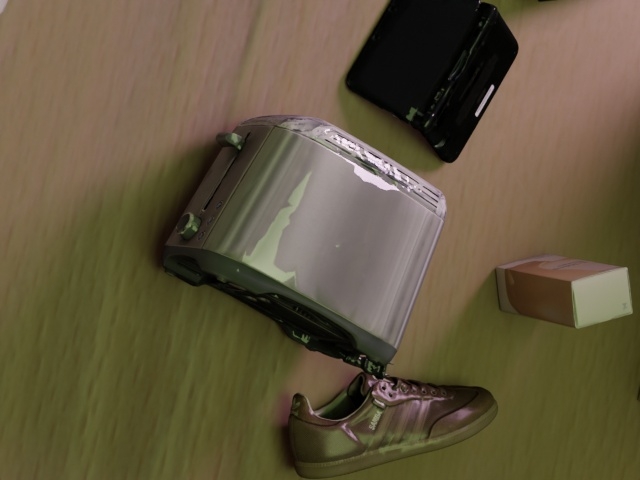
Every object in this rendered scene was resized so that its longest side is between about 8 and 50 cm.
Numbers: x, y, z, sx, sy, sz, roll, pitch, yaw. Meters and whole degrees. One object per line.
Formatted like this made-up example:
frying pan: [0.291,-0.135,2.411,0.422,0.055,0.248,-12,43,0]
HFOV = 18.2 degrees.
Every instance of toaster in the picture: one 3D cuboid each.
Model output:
toaster: [0.000,0.000,1.544,0.227,0.129,0.146,30,79,-26]

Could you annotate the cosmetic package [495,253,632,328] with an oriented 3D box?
cosmetic package: [0.202,0.041,1.664,0.060,0.115,0.041,-13,101,-27]

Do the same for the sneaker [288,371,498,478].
sneaker: [0.061,0.137,1.625,0.188,0.066,0.071,-16,101,-27]

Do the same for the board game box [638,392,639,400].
board game box: [0.402,-0.009,1.702,0.078,0.233,0.347,11,89,-28]

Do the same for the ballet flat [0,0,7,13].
ballet flat: [-0.318,-0.129,1.372,0.400,0.139,0.139,-42,113,-14]

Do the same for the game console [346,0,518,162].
game console: [0.094,-0.144,1.647,0.122,0.071,0.107,-59,147,-10]
